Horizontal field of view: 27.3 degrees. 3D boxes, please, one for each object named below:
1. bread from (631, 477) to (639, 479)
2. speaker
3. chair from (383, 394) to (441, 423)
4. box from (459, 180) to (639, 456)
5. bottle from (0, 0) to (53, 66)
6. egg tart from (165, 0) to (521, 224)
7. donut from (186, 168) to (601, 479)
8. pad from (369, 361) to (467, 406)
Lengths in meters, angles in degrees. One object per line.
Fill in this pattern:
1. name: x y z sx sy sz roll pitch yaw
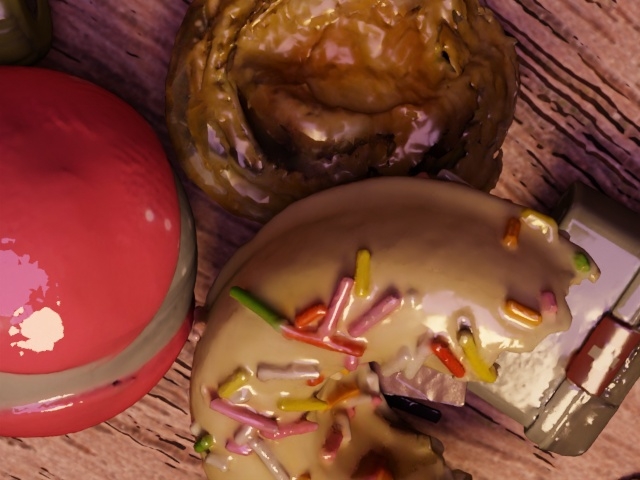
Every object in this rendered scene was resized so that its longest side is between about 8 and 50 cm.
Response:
1. bread: 0.291 0.295 1.250 0.129 0.044 0.126 -28 105 14
2. speaker: -0.229 0.003 1.027 0.294 0.294 0.294 0 109 1
3. chair: -0.008 0.129 1.180 0.212 0.084 0.101 30 103 -8
4. box: 0.219 0.063 1.121 0.129 0.148 0.210 31 107 3
5. bottle: -0.356 -0.168 1.069 0.260 0.112 0.112 -13 108 6
6. egg tart: 0.021 -0.122 1.053 0.297 0.132 0.297 0 92 -2
7. donut: 0.041 0.127 1.023 0.307 0.150 0.371 10 119 10
8. pad: 0.035 0.071 1.101 0.188 0.006 0.113 9 105 12
